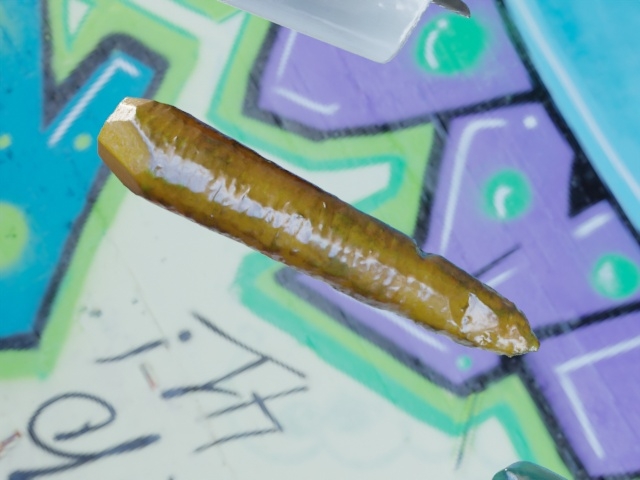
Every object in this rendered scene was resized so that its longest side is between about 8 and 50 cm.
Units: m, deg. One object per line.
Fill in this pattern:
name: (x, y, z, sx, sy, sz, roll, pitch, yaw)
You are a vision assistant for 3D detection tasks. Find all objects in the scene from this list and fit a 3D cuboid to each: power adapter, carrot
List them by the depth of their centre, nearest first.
carrot: (0.000, 0.000, 0.681, 0.314, 0.066, 0.066, 29, 178, 1)
power adapter: (0.034, -0.257, 0.861, 0.255, 0.187, 0.124, 15, -142, -25)

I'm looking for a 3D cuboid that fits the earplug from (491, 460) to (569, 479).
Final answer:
earplug: (0.122, 0.329, 0.731, 0.164, 0.280, 0.258, 29, 132, 38)
